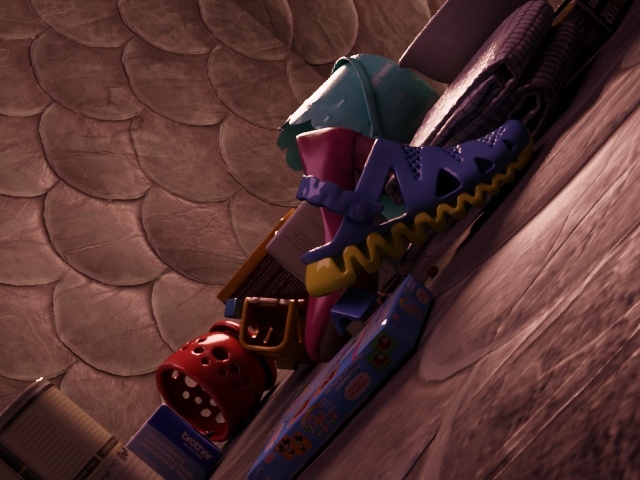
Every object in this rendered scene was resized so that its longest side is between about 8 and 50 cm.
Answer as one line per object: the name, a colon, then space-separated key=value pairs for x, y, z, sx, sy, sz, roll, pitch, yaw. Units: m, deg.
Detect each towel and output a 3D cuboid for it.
towel: x=0.228 y=-0.167 z=1.472 sx=0.283 sy=0.121 sz=0.235 roll=-51 pitch=4 yaw=39

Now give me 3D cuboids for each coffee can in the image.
coffee can: x=-0.298 y=0.328 z=1.310 sx=0.201 sy=0.275 sz=0.201 roll=-49 pitch=0 yaw=1

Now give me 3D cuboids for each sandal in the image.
sandal: x=0.099 y=-0.063 z=1.254 sx=0.317 sy=0.138 sz=0.126 roll=-29 pitch=-2 yaw=-5

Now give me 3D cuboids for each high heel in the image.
high heel: x=0.000 y=0.000 z=1.543 sx=0.127 sy=0.181 sz=0.377 roll=74 pitch=-148 yaw=-50

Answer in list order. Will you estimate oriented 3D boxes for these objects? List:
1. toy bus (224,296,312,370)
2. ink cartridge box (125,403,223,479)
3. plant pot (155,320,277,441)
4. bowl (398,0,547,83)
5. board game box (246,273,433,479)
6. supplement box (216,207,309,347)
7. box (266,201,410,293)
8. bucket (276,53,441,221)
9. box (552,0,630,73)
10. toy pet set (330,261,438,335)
toy bus: x=-0.050 y=0.157 z=1.760 sx=0.191 sy=0.202 sz=0.104 roll=150 pitch=131 yaw=-68
ink cartridge box: x=-0.338 y=0.461 z=1.877 sx=0.395 sy=0.151 sz=0.270 roll=-52 pitch=3 yaw=-40
plant pot: x=-0.189 y=0.260 z=2.065 sx=0.174 sy=0.191 sz=0.191 roll=-42 pitch=-3 yaw=-32
bowl: x=0.265 y=-0.344 z=1.679 sx=0.298 sy=0.134 sz=0.298 roll=-50 pitch=0 yaw=0
board game box: x=0.022 y=0.139 z=1.063 sx=0.211 sy=0.039 sz=0.160 roll=-49 pitch=1 yaw=20
supplement box: x=-0.046 y=0.083 z=1.966 sx=0.191 sy=0.194 sz=0.129 roll=-49 pitch=1 yaw=14
box: x=0.032 y=0.007 z=1.721 sx=0.119 sy=0.182 sz=0.181 roll=-48 pitch=2 yaw=20
bucket: x=0.083 y=-0.169 z=1.828 sx=0.183 sy=0.281 sz=0.281 roll=-52 pitch=2 yaw=-19
box: x=0.349 y=-0.282 z=1.683 sx=0.322 sy=0.079 sz=0.257 roll=-49 pitch=-1 yaw=41
toy pet set: x=0.063 y=0.068 z=1.266 sx=0.114 sy=0.065 sz=0.122 roll=-50 pitch=0 yaw=-32
